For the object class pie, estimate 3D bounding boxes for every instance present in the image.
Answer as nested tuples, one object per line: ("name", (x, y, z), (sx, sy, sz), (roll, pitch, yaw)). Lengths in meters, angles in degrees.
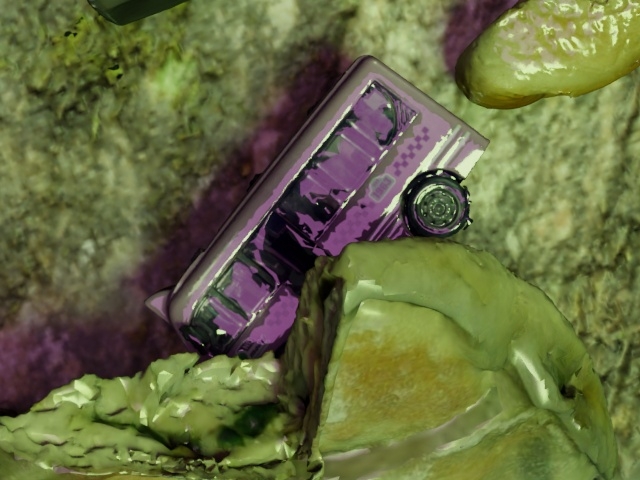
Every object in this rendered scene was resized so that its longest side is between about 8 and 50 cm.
("pie", (-0.008, 0.131, 0.654), (0.337, 0.075, 0.337), (-7, 134, -7))

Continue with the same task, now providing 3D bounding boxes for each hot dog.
("hot dog", (0.182, -0.151, 0.705), (0.242, 0.084, 0.073), (-41, 95, 1))

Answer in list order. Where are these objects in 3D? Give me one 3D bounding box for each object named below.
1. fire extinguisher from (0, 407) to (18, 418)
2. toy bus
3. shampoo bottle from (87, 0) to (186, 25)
("fire extinguisher", (-0.200, 0.235, 0.709), (0.105, 0.105, 0.269), (-6, 92, 1))
("toy bus", (0.000, 0.000, 0.704), (0.108, 0.096, 0.199), (39, 91, -2))
("shampoo bottle", (-0.132, -0.247, 0.704), (0.079, 0.080, 0.246), (-23, 92, -1))
